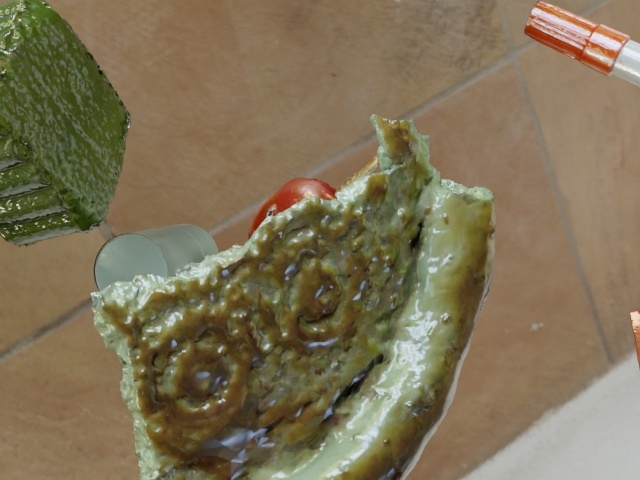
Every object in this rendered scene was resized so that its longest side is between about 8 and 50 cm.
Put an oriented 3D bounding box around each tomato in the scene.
[{"bbox_3d":[-0.013,0.046,1.058,0.101,0.228,0.228,-38,122,-37],"label":"tomato"}]

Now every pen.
[{"bbox_3d":[0.232,-0.088,0.513,0.028,0.239,0.028,-47,156,-28],"label":"pen"}]

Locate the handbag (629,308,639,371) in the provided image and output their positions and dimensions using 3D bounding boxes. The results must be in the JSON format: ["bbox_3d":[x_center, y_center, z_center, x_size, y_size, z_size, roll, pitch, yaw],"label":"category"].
[{"bbox_3d":[0.602,0.192,1.429,0.127,0.190,0.063,-19,138,27],"label":"handbag"}]

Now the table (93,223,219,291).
[{"bbox_3d":[-0.260,0.041,1.387,0.126,0.220,0.126,1,94,13],"label":"table"}]

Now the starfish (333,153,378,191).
[{"bbox_3d":[-0.008,-0.006,1.510,0.094,0.327,0.375,37,97,-15],"label":"starfish"}]

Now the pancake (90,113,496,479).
[{"bbox_3d":[0.012,0.090,0.723,0.427,0.067,0.304,-34,113,-21],"label":"pancake"}]

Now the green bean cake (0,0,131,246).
[{"bbox_3d":[-0.487,-0.182,1.380,0.218,0.335,0.319,-10,136,21],"label":"green bean cake"}]
